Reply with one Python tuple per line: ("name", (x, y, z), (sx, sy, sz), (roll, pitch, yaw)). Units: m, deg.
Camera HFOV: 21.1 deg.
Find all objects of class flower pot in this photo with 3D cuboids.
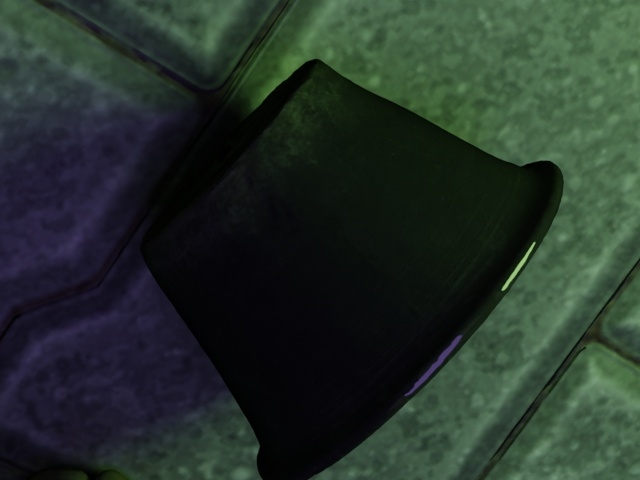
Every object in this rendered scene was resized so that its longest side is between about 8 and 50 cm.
("flower pot", (0.000, 0.000, 0.925), (0.148, 0.235, 0.235), (43, 95, -9))

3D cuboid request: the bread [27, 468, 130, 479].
("bread", (-0.077, 0.295, 1.019), (0.171, 0.192, 0.314), (-44, 118, 2))
